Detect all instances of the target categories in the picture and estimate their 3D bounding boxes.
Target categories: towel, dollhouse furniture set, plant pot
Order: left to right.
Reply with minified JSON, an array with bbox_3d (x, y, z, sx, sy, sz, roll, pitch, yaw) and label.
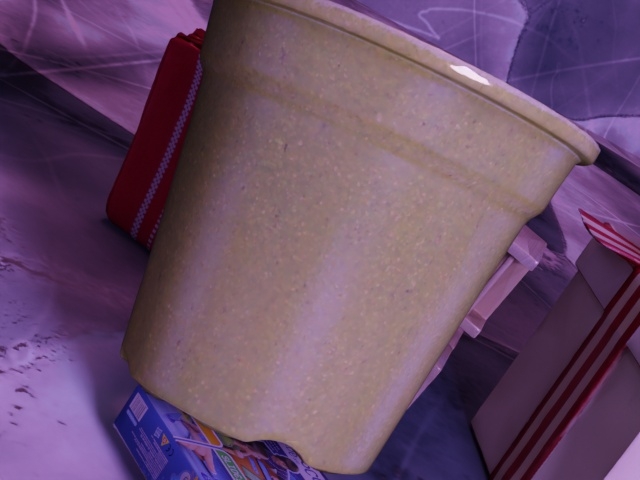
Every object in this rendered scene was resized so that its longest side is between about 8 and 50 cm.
[{"bbox_3d":[-0.043,-0.019,1.040,0.275,0.199,0.031,37,31,15],"label":"towel"},{"bbox_3d":[0.000,0.000,0.843,0.276,0.254,0.276,25,2,-1],"label":"plant pot"},{"bbox_3d":[0.084,0.031,1.108,0.129,0.184,0.129,40,19,3],"label":"dollhouse furniture set"}]

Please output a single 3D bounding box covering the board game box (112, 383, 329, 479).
[{"bbox_3d":[-0.030,0.173,0.795,0.136,0.035,0.201,23,17,-41],"label":"board game box"}]

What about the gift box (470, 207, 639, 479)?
[{"bbox_3d":[0.285,0.136,1.067,0.255,0.258,0.276,24,21,-22],"label":"gift box"}]
